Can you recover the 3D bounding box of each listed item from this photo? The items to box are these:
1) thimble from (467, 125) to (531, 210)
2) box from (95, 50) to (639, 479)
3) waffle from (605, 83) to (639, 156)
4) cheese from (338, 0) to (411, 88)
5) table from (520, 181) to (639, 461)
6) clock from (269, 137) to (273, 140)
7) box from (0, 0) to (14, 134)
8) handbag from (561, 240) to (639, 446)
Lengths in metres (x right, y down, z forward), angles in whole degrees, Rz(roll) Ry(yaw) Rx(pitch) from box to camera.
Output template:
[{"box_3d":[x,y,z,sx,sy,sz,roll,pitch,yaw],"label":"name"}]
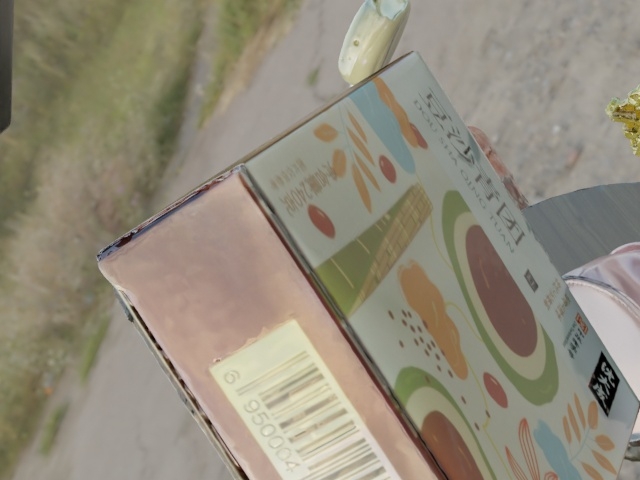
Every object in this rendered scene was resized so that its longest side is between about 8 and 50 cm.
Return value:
[{"box_3d":[0.124,-0.027,1.750,0.239,0.162,0.239,-28,-2,-1],"label":"thimble"},{"box_3d":[0.062,0.071,1.019,0.122,0.344,0.385,-31,5,26],"label":"box"},{"box_3d":[0.534,-0.156,1.943,0.291,0.291,0.051,-35,37,59],"label":"waffle"},{"box_3d":[0.066,-0.263,2.100,0.137,0.064,0.227,-54,-9,-41],"label":"cheese"},{"box_3d":[0.323,0.094,1.703,0.249,0.317,0.317,81,-151,-74],"label":"table"},{"box_3d":[-0.002,-0.001,1.394,0.293,0.071,0.277,-9,66,50],"label":"clock"},{"box_3d":[-0.242,-0.179,0.960,0.103,0.055,0.244,-59,-24,-66],"label":"box"},{"box_3d":[0.280,0.091,1.299,0.116,0.179,0.205,-28,3,-26],"label":"handbag"}]
